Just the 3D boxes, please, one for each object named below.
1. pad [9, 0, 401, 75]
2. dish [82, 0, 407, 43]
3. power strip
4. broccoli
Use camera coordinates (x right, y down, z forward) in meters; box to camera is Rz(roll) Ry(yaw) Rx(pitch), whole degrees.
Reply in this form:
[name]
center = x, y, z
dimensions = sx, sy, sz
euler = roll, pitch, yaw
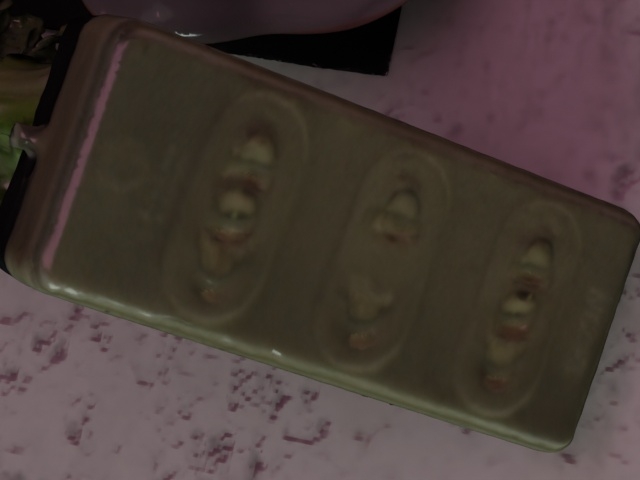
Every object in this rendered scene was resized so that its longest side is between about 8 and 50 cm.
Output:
[pad]
center = -0.065, -0.175, 0.885
dimensions = 0.246, 0.006, 0.170
euler = 10, 85, 21
[dish]
center = -0.030, -0.193, 0.795
dimensions = 0.229, 0.081, 0.229
euler = -4, 60, 7
[power strip]
center = 0.000, 0.000, 0.714
dimensions = 0.070, 0.257, 0.105
euler = 13, 85, 64
[broccoli]
center = -0.123, -0.053, 0.796
dimensions = 0.204, 0.122, 0.118
euler = 1, 70, 63
